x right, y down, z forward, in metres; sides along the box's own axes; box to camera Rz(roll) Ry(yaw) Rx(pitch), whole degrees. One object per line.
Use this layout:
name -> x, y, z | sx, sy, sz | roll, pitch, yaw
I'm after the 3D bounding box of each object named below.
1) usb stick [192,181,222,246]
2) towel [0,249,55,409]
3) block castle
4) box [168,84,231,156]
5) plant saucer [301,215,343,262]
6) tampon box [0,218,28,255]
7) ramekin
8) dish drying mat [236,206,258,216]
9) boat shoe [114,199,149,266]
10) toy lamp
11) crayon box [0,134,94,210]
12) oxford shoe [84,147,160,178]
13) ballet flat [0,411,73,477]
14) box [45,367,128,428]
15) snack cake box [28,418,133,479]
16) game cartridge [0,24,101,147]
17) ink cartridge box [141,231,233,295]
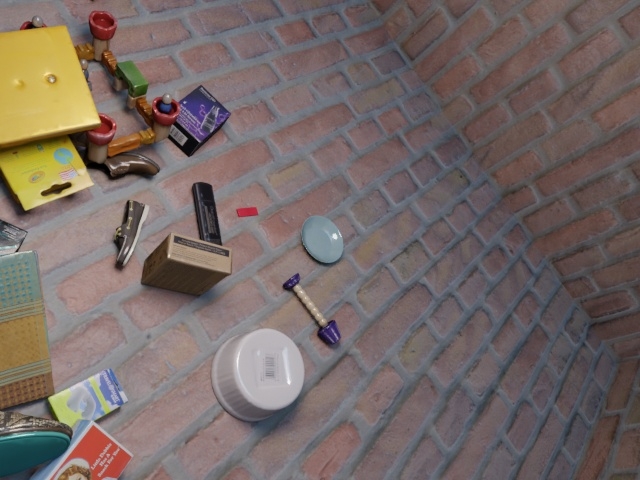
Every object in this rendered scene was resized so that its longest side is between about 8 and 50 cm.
usb stick -> -0.378, -0.069, 1.834 | 0.077, 0.045, 0.277 | 5, 65, -43
towel -> -0.794, 0.222, 1.293 | 0.272, 0.040, 0.369 | -9, 94, -38
block castle -> -0.668, -0.483, 1.652 | 0.303, 0.213, 0.453 | -29, 76, -36
box -> -0.441, -0.422, 1.923 | 0.153, 0.108, 0.207 | 42, 49, -12
plant saucer -> 0.000, 0.000, 2.091 | 0.195, 0.037, 0.194 | 16, 59, -30
tampon box -> -0.846, 0.033, 1.384 | 0.120, 0.101, 0.161 | 30, 53, -23
ramekin -> -0.181, 0.404, 1.680 | 0.277, 0.135, 0.277 | 17, 58, -30
dish drying mat -> -0.262, -0.103, 1.963 | 0.083, 0.008, 0.032 | -9, 74, -41
boat shoe -> -0.578, -0.024, 1.638 | 0.069, 0.081, 0.227 | 24, 48, -23
toy lamp -> -0.026, 0.245, 1.922 | 0.274, 0.080, 0.080 | 52, 47, 0
crayon box -> -0.809, -0.244, 1.544 | 0.202, 0.081, 0.318 | -28, 85, -30
oxford shoe -> -0.620, -0.229, 1.711 | 0.227, 0.083, 0.096 | 10, 64, -20
ballet flat -> -0.799, 0.458, 1.159 | 0.483, 0.164, 0.182 | -19, 46, -33
box -> -0.598, 0.414, 1.420 | 0.178, 0.042, 0.109 | -26, 85, -41
snack cake box -> -0.590, 0.576, 1.284 | 0.152, 0.089, 0.264 | 53, 48, -23
game cartridge -> -0.775, -0.394, 1.408 | 0.324, 0.053, 0.285 | -19, 90, -26
ink cartridge box -> -0.396, 0.076, 1.615 | 0.193, 0.235, 0.088 | 17, 59, -31
